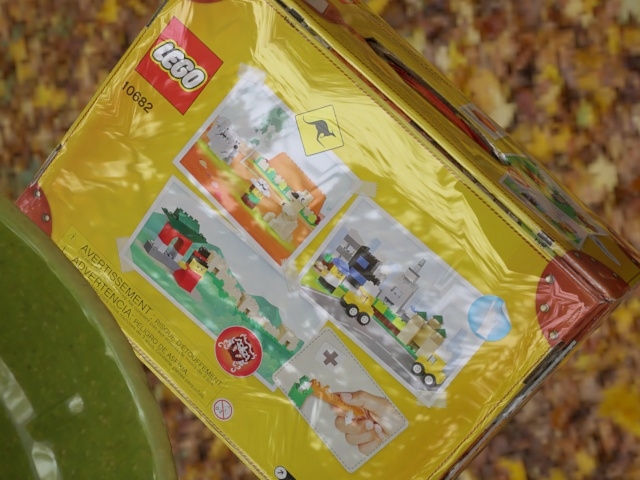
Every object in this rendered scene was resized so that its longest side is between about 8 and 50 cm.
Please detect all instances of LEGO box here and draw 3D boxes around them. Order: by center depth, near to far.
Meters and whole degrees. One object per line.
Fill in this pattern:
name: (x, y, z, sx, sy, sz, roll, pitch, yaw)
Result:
LEGO box: (0.000, 0.000, 1.528, 0.500, 0.193, 0.372, 44, 111, 10)

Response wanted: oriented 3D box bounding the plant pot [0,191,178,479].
plant pot: (-0.240, 0.124, 0.622, 0.254, 0.276, 0.276, -39, 57, 27)
